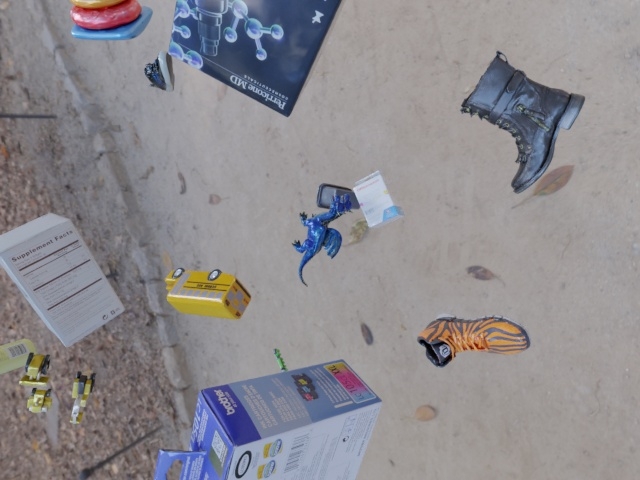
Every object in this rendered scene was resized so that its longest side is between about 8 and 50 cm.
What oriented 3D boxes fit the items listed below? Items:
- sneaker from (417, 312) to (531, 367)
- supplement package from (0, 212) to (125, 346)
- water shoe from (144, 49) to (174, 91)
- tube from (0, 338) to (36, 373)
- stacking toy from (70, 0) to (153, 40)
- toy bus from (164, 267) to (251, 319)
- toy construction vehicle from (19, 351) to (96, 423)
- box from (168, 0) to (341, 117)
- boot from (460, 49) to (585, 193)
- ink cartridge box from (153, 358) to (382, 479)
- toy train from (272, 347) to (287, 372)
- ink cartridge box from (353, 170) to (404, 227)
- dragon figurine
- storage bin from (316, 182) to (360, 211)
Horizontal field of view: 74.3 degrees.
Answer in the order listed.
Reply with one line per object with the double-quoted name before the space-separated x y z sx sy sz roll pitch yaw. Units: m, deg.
"sneaker" 0.418 0.301 1.211 0.321 0.180 0.125 -12 101 54
"supplement package" -0.419 0.060 0.678 0.105 0.105 0.179 12 129 44
"water shoe" -0.466 -0.479 1.213 0.203 0.080 0.073 165 107 -74
"tube" -0.736 0.271 0.889 0.070 0.240 0.062 -19 88 22
"stacking toy" -0.524 -0.626 0.958 0.165 0.175 0.302 5 141 5
"toy bus" -0.389 0.175 1.404 0.332 0.130 0.108 -1 139 32
"toy construction vehicle" -0.353 0.202 0.563 0.035 0.085 0.098 -114 44 -60
"box" -0.099 -0.514 0.849 0.293 0.212 0.395 26 137 -8
"boot" 0.426 -0.263 0.961 0.229 0.091 0.263 26 111 10
"ink cartridge box" -0.098 0.403 0.800 0.151 0.395 0.270 33 114 46
"toy train" -0.120 0.356 1.253 0.017 0.024 0.083 -37 51 7
"ink cartridge box" 0.167 -0.119 1.219 0.092 0.090 0.143 -25 80 23
"dragon figurine" 0.000 0.000 1.182 0.144 0.085 0.289 17 93 48
"storage bin" 0.067 -0.134 1.406 0.091 0.135 0.098 18 99 60
